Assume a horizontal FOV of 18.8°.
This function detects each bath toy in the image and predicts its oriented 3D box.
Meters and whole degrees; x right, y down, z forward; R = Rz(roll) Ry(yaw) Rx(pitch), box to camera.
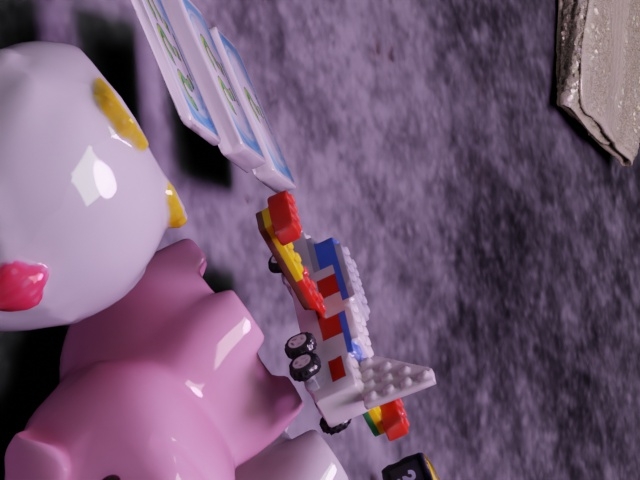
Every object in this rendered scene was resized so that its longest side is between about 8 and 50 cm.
[{"bbox_3d":[-0.066,0.086,0.752,0.348,0.129,0.151,61,-8,-33],"label":"bath toy"}]

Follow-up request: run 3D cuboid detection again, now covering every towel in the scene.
[{"bbox_3d":[0.191,-0.134,1.298,0.110,0.027,0.148,34,55,-52],"label":"towel"}]

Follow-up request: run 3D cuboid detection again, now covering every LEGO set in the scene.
[{"bbox_3d":[0.000,0.000,0.811,0.182,0.060,0.244,36,31,-76],"label":"LEGO set"}]
